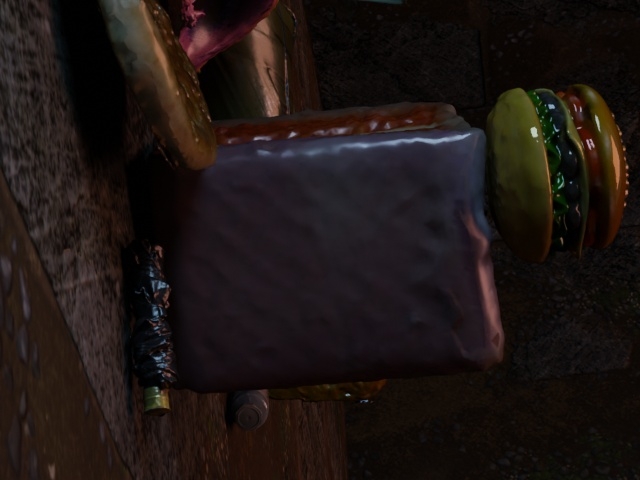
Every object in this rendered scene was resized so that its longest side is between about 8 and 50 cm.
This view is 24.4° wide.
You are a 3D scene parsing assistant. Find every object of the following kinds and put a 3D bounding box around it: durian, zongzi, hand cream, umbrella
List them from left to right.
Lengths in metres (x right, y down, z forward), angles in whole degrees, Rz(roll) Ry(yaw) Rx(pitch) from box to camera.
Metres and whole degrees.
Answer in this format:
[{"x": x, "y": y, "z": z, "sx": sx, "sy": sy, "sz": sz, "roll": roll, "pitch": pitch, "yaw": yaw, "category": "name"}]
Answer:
[{"x": -0.134, "y": 0.068, "z": 1.169, "sx": 0.040, "sy": 0.037, "sz": 0.143, "roll": 106, "pitch": -22, "yaw": -64, "category": "umbrella"}, {"x": -0.120, "y": -0.274, "z": 1.356, "sx": 0.186, "sy": 0.154, "sz": 0.260, "roll": 47, "pitch": -19, "yaw": -4, "category": "durian"}, {"x": -0.111, "y": -0.198, "z": 1.516, "sx": 0.289, "sy": 0.123, "sz": 0.260, "roll": 55, "pitch": 29, "yaw": -58, "category": "zongzi"}, {"x": -0.079, "y": 0.181, "z": 1.713, "sx": 0.170, "sy": 0.043, "sz": 0.065, "roll": -86, "pitch": 165, "yaw": -80, "category": "hand cream"}]

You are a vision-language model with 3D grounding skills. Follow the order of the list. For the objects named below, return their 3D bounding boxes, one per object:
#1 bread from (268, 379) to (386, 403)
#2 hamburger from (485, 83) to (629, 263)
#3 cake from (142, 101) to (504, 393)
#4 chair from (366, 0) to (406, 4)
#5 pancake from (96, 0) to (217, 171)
[{"x": 0.005, "y": 0.103, "z": 2.036, "sx": 0.344, "sy": 0.195, "sz": 0.148, "roll": -92, "pitch": 180, "yaw": -76, "category": "bread"}, {"x": 0.203, "y": -0.058, "z": 1.285, "sx": 0.162, "sy": 0.115, "sz": 0.162, "roll": 174, "pitch": -90, "yaw": -87, "category": "hamburger"}, {"x": 0.000, "y": 0.000, "z": 1.351, "sx": 0.237, "sy": 0.309, "sz": 0.230, "roll": -96, "pitch": -177, "yaw": -81, "category": "cake"}, {"x": -0.023, "y": -0.392, "z": 1.835, "sx": 0.190, "sy": 0.275, "sz": 0.203, "roll": -71, "pitch": 167, "yaw": -83, "category": "chair"}, {"x": -0.144, "y": -0.178, "z": 1.175, "sx": 0.282, "sy": 0.049, "sz": 0.282, "roll": -20, "pitch": 90, "yaw": -88, "category": "pancake"}]
